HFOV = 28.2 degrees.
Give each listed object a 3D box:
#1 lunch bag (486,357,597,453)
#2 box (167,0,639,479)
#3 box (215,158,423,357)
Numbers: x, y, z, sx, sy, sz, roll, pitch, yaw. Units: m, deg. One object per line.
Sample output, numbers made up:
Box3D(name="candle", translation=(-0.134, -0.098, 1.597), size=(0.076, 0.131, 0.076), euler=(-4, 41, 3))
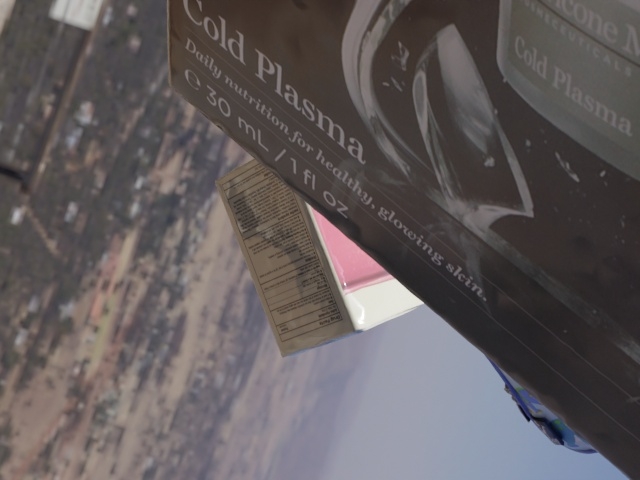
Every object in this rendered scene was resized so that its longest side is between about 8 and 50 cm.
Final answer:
Box3D(name="lunch bag", translation=(0.236, 0.066, 0.946), size=(0.176, 0.219, 0.090), euler=(53, 33, -33))
Box3D(name="box", translation=(0.172, -0.180, 0.647), size=(0.297, 0.480, 0.472), euler=(-34, 151, -30))
Box3D(name="box", translation=(0.000, 0.000, 1.495), size=(0.126, 0.232, 0.148), euler=(-19, 177, -41))
